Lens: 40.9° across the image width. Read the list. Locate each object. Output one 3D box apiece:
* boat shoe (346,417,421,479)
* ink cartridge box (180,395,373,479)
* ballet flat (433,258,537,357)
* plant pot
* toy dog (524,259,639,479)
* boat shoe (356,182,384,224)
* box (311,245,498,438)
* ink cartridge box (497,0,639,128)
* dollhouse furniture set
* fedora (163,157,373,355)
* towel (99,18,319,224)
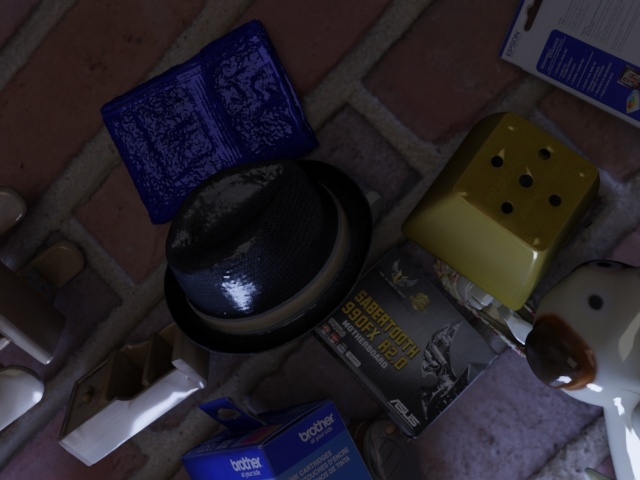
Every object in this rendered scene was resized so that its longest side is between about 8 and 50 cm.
[{"bbox_3d":[0.104,0.432,1.347,0.117,0.123,0.324,-9,94,39],"label":"boat shoe"},{"bbox_3d":[-0.044,0.400,1.287,0.270,0.151,0.395,-28,87,52],"label":"ink cartridge box"},{"bbox_3d":[0.272,0.097,1.292,0.241,0.077,0.091,39,102,7],"label":"ballet flat"},{"bbox_3d":[0.264,-0.056,1.191,0.212,0.187,0.212,35,80,6],"label":"plant pot"},{"bbox_3d":[0.469,0.198,1.165,0.284,0.395,0.408,-42,96,-30],"label":"toy dog"},{"bbox_3d":[0.000,-0.001,1.315,0.081,0.079,0.227,35,72,26],"label":"boat shoe"},{"bbox_3d":[0.124,0.154,1.303,0.183,0.056,0.231,-42,86,-12],"label":"box"},{"bbox_3d":[0.414,-0.262,1.176,0.333,0.065,0.165,38,120,33],"label":"ink cartridge box"},{"bbox_3d":[-0.391,0.118,1.302,0.256,0.362,0.394,-36,115,14],"label":"dollhouse furniture set"},{"bbox_3d":[-0.097,-0.007,1.212,0.334,0.152,0.333,-10,59,17],"label":"fedora"},{"bbox_3d":[-0.183,-0.183,1.362,0.308,0.076,0.227,-26,89,13],"label":"towel"}]
